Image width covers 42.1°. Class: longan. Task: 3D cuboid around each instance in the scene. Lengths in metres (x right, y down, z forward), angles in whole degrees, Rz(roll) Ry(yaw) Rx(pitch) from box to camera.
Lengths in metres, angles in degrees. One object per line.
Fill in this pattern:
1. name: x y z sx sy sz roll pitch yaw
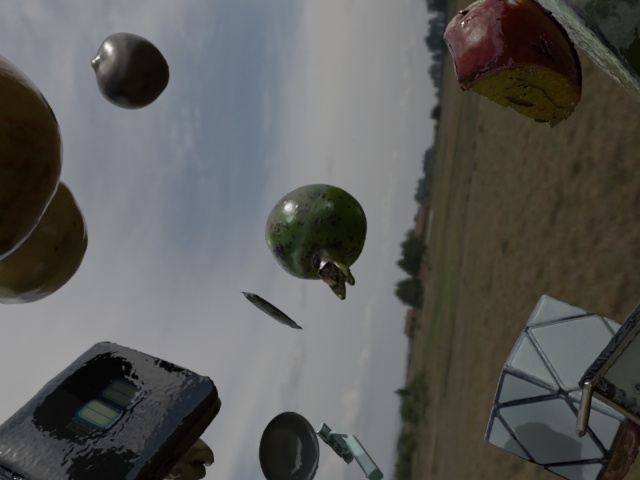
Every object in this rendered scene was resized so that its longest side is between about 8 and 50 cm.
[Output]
1. longan: -0.438 -0.389 1.915 0.189 0.189 0.189 7 -90 -83

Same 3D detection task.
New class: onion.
1. onion: 0.687 0.505 2.076 0.230 0.163 0.229 -19 -56 -30

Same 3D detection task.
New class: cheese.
1. cheese: -0.349 0.501 1.971 0.091 0.203 0.175 -60 34 9

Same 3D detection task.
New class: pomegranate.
1. pomegranate: 0.000 0.000 1.685 0.263 0.211 0.211 -110 15 -46
2. pomegranate: -0.630 0.003 1.675 0.319 0.320 0.318 7 -90 -83

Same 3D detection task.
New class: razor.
1. razor: 0.079 0.461 1.791 0.056 0.111 0.278 -45 13 -11

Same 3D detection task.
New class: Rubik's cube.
1. Rubik's cube: 0.417 0.251 1.396 0.205 0.207 0.204 -47 -30 -40

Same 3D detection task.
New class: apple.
1. apple: -0.616 -0.136 1.306 0.333 0.401 0.399 20 -103 -70

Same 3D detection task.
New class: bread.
1. bread: 0.484 -0.314 1.266 0.129 0.382 0.366 -44 -24 17

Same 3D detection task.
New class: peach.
1. peach: 0.212 -0.190 0.863 0.092 0.172 0.127 -41 23 41

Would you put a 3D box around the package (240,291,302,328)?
1. package: -0.074 0.105 1.254 0.037 0.110 0.015 2 59 56

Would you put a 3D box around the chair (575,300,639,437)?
1. chair: 0.453 0.180 1.091 0.188 0.166 0.272 -61 -11 24

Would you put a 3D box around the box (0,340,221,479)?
1. box: -0.410 0.357 1.589 0.350 0.359 0.090 -47 -41 -41

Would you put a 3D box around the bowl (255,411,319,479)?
1. bowl: -0.097 0.508 1.985 0.189 0.086 0.188 14 -112 -39
